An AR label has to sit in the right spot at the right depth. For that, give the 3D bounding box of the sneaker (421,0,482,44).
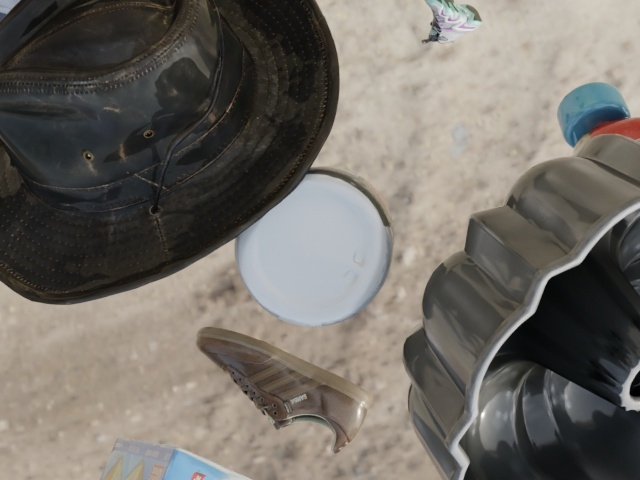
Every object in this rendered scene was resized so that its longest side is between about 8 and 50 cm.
[{"bbox_3d":[0.143,-0.263,1.564,0.098,0.038,0.069,20,133,-42],"label":"sneaker"}]

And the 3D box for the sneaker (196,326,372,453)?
[{"bbox_3d":[-0.046,0.146,1.279,0.188,0.071,0.066,22,167,9],"label":"sneaker"}]

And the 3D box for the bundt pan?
[{"bbox_3d":[0.197,0.064,0.922,0.330,0.124,0.331,-17,129,-23],"label":"bundt pan"}]

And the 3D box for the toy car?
[{"bbox_3d":[0.393,-0.073,1.291,0.238,0.219,0.210,-29,134,21],"label":"toy car"}]

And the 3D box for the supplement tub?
[{"bbox_3d":[0.000,0.000,1.012,0.117,0.117,0.190,-20,-179,4],"label":"supplement tub"}]

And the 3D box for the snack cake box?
[{"bbox_3d":[-0.139,0.255,1.088,0.089,0.152,0.264,26,166,-14],"label":"snack cake box"}]

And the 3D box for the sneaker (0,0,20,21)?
[{"bbox_3d":[-0.231,-0.161,1.212,0.282,0.099,0.153,-6,115,-63],"label":"sneaker"}]

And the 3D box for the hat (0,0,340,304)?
[{"bbox_3d":[-0.161,-0.116,0.946,0.331,0.331,0.134,-24,147,11],"label":"hat"}]
